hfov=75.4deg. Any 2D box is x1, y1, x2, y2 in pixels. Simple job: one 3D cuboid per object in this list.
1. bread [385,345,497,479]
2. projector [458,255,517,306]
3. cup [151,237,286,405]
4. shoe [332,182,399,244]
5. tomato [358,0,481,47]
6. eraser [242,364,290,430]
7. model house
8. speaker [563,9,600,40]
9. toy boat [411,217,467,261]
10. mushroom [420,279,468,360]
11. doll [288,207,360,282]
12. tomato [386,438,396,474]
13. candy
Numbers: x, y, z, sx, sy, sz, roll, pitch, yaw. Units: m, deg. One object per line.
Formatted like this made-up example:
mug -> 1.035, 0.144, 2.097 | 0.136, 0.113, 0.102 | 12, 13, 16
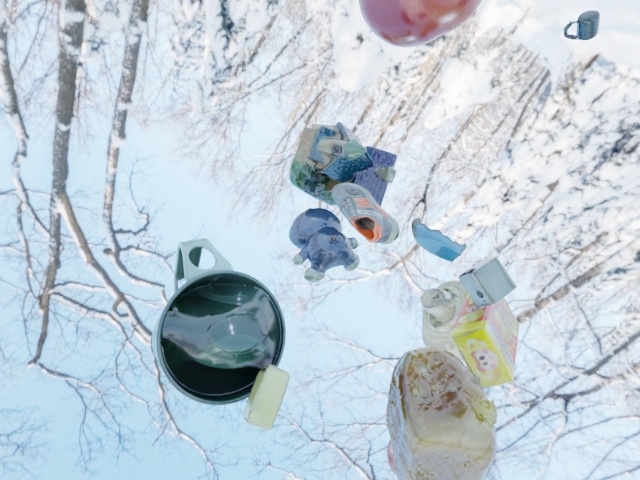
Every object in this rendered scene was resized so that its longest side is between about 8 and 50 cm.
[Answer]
bread -> 0.216, 0.328, 0.743 | 0.175, 0.247, 0.196 | -1, -143, 1
projector -> 0.378, 0.094, 0.943 | 0.083, 0.083, 0.082 | -30, -97, -16
cup -> -0.295, 0.219, 1.143 | 0.310, 0.392, 0.402 | 19, -111, -23
shoe -> 0.085, -0.063, 0.914 | 0.077, 0.074, 0.194 | -12, -131, -48
tomato -> 0.213, -0.559, 0.862 | 0.226, 0.298, 0.299 | 45, -161, -41
eraser -> -0.117, 0.333, 0.882 | 0.058, 0.172, 0.117 | 22, -114, -5
model house -> 0.100, -0.242, 1.421 | 0.280, 0.246, 0.312 | 18, 177, 35
speaker -> 0.807, -0.655, 1.276 | 0.075, 0.094, 0.060 | 57, -170, -45
toy boat -> 0.372, -0.006, 1.327 | 0.185, 0.075, 0.077 | 26, -124, 2
mushroom -> 0.398, 0.232, 1.280 | 0.234, 0.254, 0.260 | 33, 175, -22
doll -> 0.000, 0.000, 1.356 | 0.227, 0.154, 0.258 | -17, -143, -17
tomato -> 0.245, 0.530, 1.060 | 0.082, 0.166, 0.174 | 24, 152, 52
candy -> 0.419, 0.227, 1.035 | 0.276, 0.088, 0.146 | -28, -90, -57
